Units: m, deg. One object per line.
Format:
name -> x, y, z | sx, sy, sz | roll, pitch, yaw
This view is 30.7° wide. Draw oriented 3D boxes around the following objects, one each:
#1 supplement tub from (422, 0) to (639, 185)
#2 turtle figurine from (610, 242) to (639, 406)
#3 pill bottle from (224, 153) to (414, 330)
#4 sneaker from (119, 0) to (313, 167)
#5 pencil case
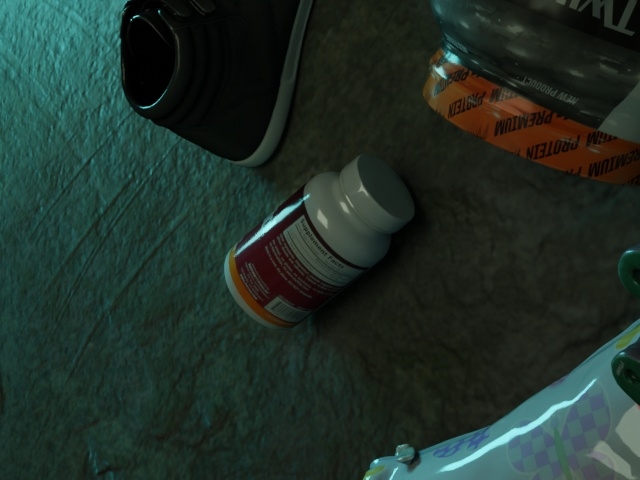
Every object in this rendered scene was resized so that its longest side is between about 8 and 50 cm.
supplement tub -> 0.193, -0.218, 0.699 | 0.207, 0.207, 0.338 | 35, 116, 39
turtle figurine -> 0.260, -0.002, 0.662 | 0.118, 0.234, 0.175 | 14, 131, 53
pill bottle -> 0.000, 0.000, 0.932 | 0.152, 0.086, 0.086 | -39, 60, 29
sneaker -> -0.088, -0.220, 1.003 | 0.104, 0.147, 0.296 | 4, 85, 43
pencil case -> 0.146, 0.156, 0.763 | 0.273, 0.113, 0.124 | -35, 49, 33
